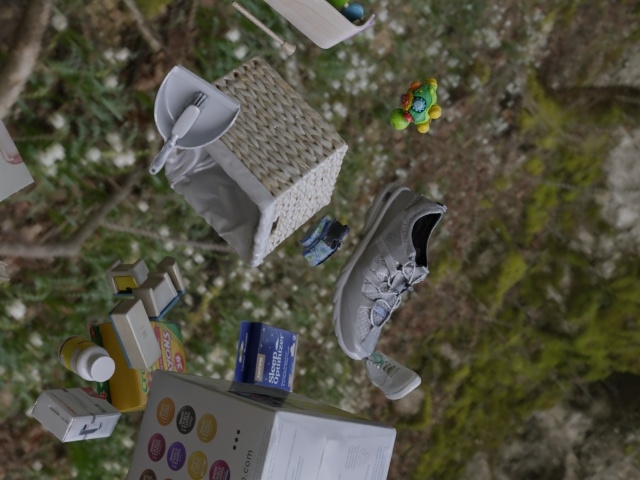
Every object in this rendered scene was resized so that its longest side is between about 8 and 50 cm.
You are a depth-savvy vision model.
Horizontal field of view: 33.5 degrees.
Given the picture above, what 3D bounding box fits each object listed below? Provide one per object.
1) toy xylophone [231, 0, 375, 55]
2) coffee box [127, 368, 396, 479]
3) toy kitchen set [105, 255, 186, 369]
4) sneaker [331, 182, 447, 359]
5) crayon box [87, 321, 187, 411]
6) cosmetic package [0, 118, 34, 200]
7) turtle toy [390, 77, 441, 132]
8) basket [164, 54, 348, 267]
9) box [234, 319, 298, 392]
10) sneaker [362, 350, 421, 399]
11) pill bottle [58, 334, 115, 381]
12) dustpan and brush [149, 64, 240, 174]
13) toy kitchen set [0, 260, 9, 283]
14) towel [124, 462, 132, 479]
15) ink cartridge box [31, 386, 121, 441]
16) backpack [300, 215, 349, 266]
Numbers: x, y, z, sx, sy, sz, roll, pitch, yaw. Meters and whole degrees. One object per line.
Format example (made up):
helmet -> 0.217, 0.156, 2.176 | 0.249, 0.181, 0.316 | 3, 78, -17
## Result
toy xylophone -> -0.052, -0.525, 2.311 | 0.236, 0.323, 0.081 | -12, -132, 41
coffee box -> -0.120, 0.449, 1.948 | 0.334, 0.338, 0.337 | 11, -94, 43
toy kitchen set -> -0.356, 0.134, 1.994 | 0.166, 0.122, 0.207 | -3, -152, 27
sneaker -> 0.104, 0.048, 1.612 | 0.115, 0.105, 0.281 | 13, -99, 34
crayon box -> -0.406, 0.286, 2.416 | 0.081, 0.202, 0.318 | -14, 170, 17
cosmetic package -> -0.730, -0.209, 2.147 | 0.153, 0.296, 0.129 | -14, -163, 32
turtle toy -> 0.190, -0.268, 2.146 | 0.130, 0.066, 0.095 | 129, -36, -49
basket -> -0.155, -0.180, 2.404 | 0.266, 0.331, 0.328 | -40, 167, -23
box -> -0.115, 0.255, 2.325 | 0.036, 0.225, 0.136 | 2, -101, 26
sneaker -> 0.144, 0.288, 2.370 | 0.080, 0.094, 0.212 | -38, -163, -17
pill bottle -> -0.421, 0.216, 1.922 | 0.116, 0.065, 0.065 | 19, -120, 48
dustpan and brush -> -0.262, -0.205, 1.976 | 0.211, 0.147, 0.060 | -48, -164, 38
toy kitchen set -> -0.597, 0.043, 1.837 | 0.083, 0.068, 0.075 | -20, 159, 20
towel -> -0.274, 0.483, 2.410 | 0.317, 0.053, 0.332 | -7, -155, 12
ink cartridge box -> -0.463, 0.329, 2.017 | 0.135, 0.099, 0.056 | 9, 111, -60
backpack -> 0.000, 0.000, 2.662 | 0.114, 0.084, 0.105 | -45, -171, 38
